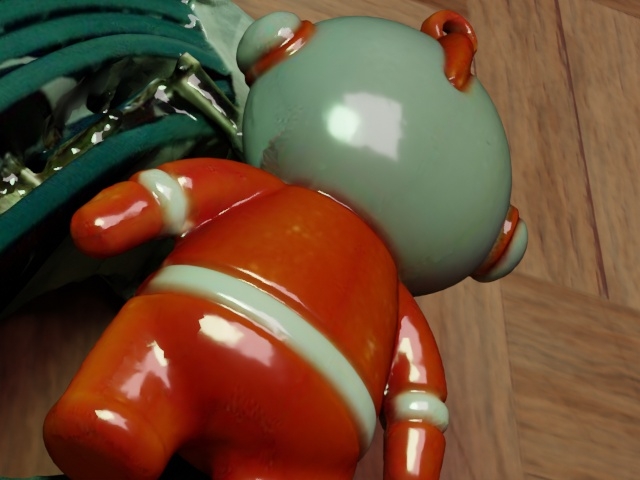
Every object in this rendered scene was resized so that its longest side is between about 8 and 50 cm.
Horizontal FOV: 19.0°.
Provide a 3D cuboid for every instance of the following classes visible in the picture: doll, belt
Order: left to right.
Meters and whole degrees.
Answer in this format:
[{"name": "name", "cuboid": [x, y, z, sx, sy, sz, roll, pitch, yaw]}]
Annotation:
[{"name": "belt", "cuboid": [-0.132, 0.041, 0.925, 0.300, 0.173, 0.436, 43, 44, -3]}, {"name": "doll", "cuboid": [0.000, 0.000, 0.871, 0.200, 0.105, 0.336, 39, 52, -11]}]
